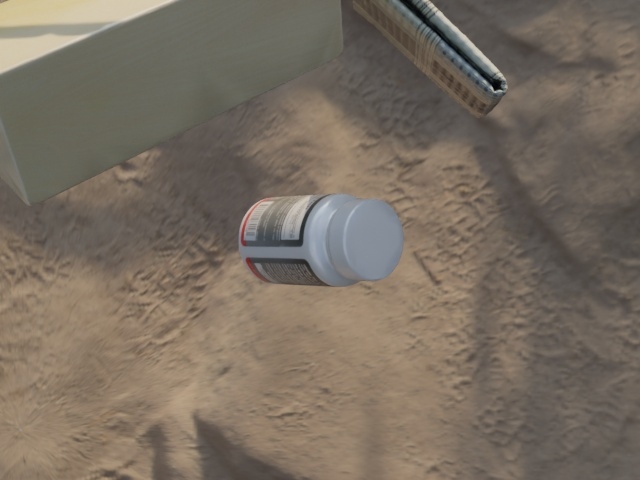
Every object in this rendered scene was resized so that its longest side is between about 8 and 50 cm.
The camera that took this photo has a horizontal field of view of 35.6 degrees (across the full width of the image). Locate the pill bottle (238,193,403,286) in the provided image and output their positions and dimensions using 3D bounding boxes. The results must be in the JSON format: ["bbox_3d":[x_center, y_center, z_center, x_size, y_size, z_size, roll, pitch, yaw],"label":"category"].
[{"bbox_3d":[0.000,0.000,1.730,0.161,0.283,0.161,0,90,-40],"label":"pill bottle"}]

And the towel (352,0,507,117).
[{"bbox_3d":[0.175,-0.336,1.654,0.324,0.312,0.056,42,93,3],"label":"towel"}]

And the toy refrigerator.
[{"bbox_3d":[-0.117,-0.141,0.704,0.269,0.102,0.094,-31,47,-25],"label":"toy refrigerator"}]
